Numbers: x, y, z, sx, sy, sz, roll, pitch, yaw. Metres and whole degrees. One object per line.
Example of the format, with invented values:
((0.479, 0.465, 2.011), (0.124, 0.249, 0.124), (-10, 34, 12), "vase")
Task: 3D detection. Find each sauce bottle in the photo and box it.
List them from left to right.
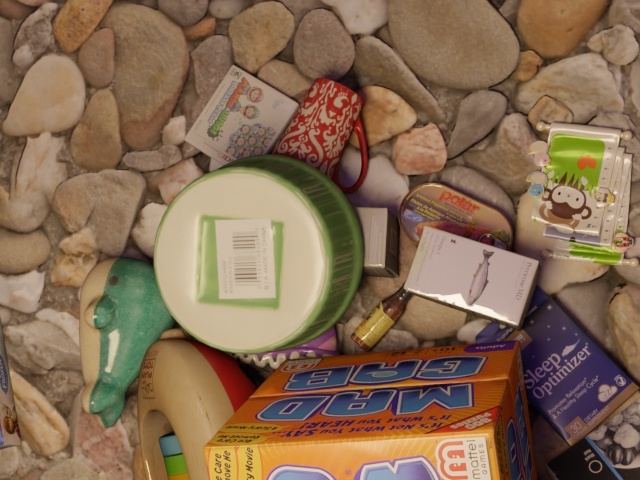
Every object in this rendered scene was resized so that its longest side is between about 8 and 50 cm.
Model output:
((0.103, 0.119, 1.711), (0.042, 0.042, 0.128), (42, 89, 17), "sauce bottle")

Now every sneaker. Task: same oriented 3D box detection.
((-0.076, 0.158, 1.726), (0.237, 0.095, 0.104), (3, 76, 8), "sneaker")

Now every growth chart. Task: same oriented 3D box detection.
((0.408, -0.074, 1.683), (0.172, 0.021, 0.237), (0, 79, 15), "growth chart")

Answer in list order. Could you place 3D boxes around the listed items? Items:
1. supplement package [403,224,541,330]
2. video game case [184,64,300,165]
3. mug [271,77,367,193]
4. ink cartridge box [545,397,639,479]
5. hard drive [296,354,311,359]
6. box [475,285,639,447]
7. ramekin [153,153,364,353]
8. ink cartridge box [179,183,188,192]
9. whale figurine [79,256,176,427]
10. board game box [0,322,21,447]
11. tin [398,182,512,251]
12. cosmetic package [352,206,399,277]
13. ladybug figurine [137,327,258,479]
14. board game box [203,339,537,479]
((0.231, 0.057, 1.622), (0.179, 0.105, 0.105), (17, 85, 15), "supplement package")
((-0.135, -0.201, 1.837), (0.143, 0.019, 0.157), (33, 88, 17), "video game case")
((0.006, -0.163, 1.768), (0.113, 0.150, 0.169), (16, 77, 52), "mug")
((0.466, 0.349, 1.538), (0.206, 0.045, 0.208), (-34, 57, -3), "ink cartridge box")
((0.088, 0.314, 1.635), (0.308, 0.040, 0.203), (16, 105, 11), "hard drive")
((0.355, 0.187, 1.641), (0.136, 0.036, 0.225), (-43, 72, 3), "box")
((-0.098, 0.024, 1.591), (0.304, 0.148, 0.303), (1, 95, 14), "ramekin")
((-0.177, -0.032, 1.752), (0.092, 0.143, 0.089), (8, 82, 15), "ink cartridge box")
((-0.306, 0.158, 1.716), (0.141, 0.216, 0.271), (0, 60, 9), "whale figurine")
((-0.701, 0.237, 1.870), (0.318, 0.066, 0.318), (-17, 76, 10), "board game box")
((0.216, -0.021, 1.712), (0.190, 0.040, 0.106), (28, 91, 16), "tin")
((0.000, 0.000, 1.713), (0.238, 0.127, 0.107), (0, 81, 15), "cosmetic package")
((-0.157, 0.349, 1.626), (0.162, 0.305, 0.449), (-11, 88, -29), "ladybug figurine")
((0.098, 0.365, 1.435), (0.357, 0.356, 0.356), (-7, 100, 16), "board game box")
